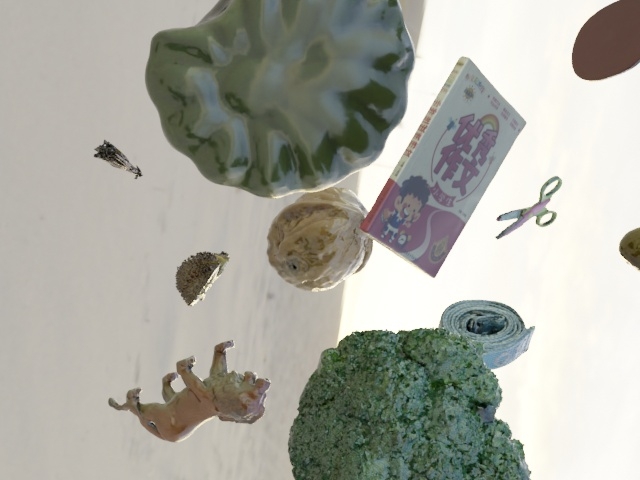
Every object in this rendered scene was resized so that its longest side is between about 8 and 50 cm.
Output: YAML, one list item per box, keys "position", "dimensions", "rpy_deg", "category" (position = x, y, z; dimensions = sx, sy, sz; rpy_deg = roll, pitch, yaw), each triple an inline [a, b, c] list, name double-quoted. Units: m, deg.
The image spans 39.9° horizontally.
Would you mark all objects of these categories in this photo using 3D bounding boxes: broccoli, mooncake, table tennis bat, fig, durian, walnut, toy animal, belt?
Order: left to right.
- position: [-0.219, 0.287, 1.565]
  dimensions: [0.097, 0.312, 0.157]
  rpy_deg: [0, 62, -61]
  category: "toy animal"
- position: [-0.217, 0.061, 1.553]
  dimensions: [0.110, 0.071, 0.140]
  rpy_deg: [-48, 173, -34]
  category: "durian"
- position: [-0.049, -0.220, 1.164]
  dimensions: [0.187, 0.351, 0.351]
  rpy_deg: [-133, -127, -74]
  category: "mooncake"
- position: [0.000, 0.000, 1.701]
  dimensions: [0.245, 0.198, 0.198]
  rpy_deg: [-32, -141, 43]
  category: "walnut"
- position: [0.103, 0.215, 0.923]
  dimensions: [0.270, 0.270, 0.270]
  rpy_deg: [-7, 110, -61]
  category: "broccoli"
- position: [0.301, 0.173, 1.663]
  dimensions: [0.163, 0.147, 0.082]
  rpy_deg: [-26, 143, -35]
  category: "belt"
- position: [0.490, -0.322, 1.362]
  dimensions: [0.246, 0.022, 0.138]
  rpy_deg: [-11, -116, 55]
  category: "table tennis bat"
- position: [0.500, 0.007, 1.337]
  dimensions: [0.088, 0.074, 0.074]
  rpy_deg: [-41, -159, 24]
  category: "fig"

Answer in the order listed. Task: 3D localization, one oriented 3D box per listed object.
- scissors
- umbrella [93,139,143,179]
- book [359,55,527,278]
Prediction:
- position: [0.451, -0.060, 1.915]
  dimensions: [0.020, 0.187, 0.133]
  rpy_deg: [42, -33, 43]
  category: "scissors"
- position: [-0.202, -0.079, 0.888]
  dimensions: [0.020, 0.031, 0.083]
  rpy_deg: [-66, 159, -11]
  category: "umbrella"
- position: [0.150, -0.080, 1.049]
  dimensions: [0.162, 0.022, 0.232]
  rpy_deg: [33, 89, -48]
  category: "book"
